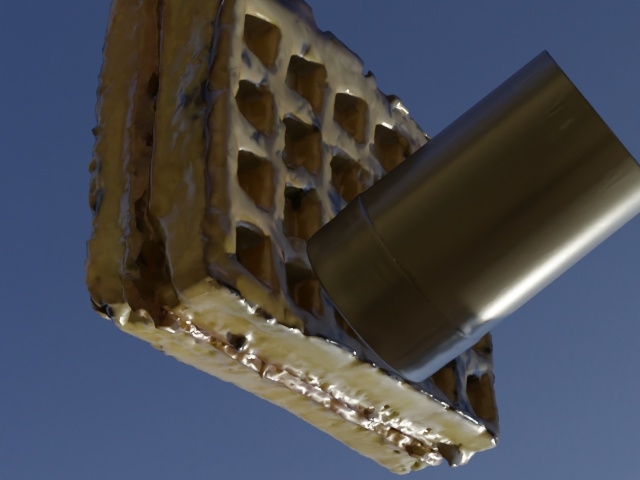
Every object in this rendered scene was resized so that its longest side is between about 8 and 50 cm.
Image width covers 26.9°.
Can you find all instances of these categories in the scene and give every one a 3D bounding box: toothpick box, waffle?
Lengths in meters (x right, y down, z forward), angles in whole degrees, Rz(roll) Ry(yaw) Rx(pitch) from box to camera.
[{"bbox_3d":[0.091,-0.012,0.771,0.181,0.111,0.111,-39,-89,13],"label":"toothpick box"},{"bbox_3d":[0.000,0.000,0.945,0.114,0.376,0.261,-20,-125,28],"label":"waffle"}]
